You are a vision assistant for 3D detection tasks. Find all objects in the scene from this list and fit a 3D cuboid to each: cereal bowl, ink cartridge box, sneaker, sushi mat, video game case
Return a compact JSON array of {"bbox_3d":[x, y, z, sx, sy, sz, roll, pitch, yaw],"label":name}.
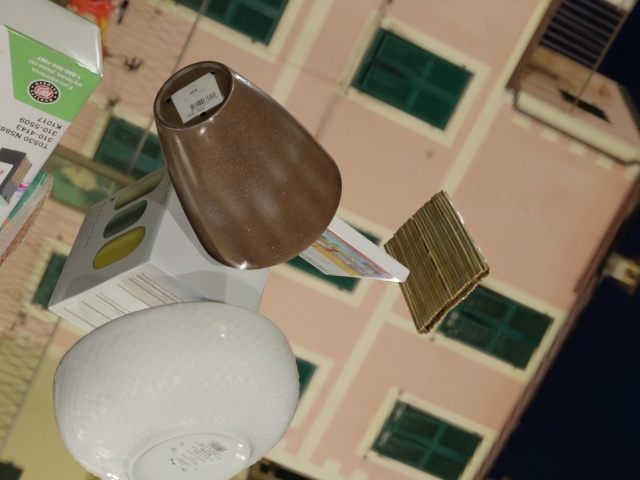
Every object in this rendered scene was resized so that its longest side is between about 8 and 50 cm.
[{"bbox_3d":[-0.186,0.238,1.305,0.339,0.339,0.141,-58,-145,39],"label":"cereal bowl"},{"bbox_3d":[-0.383,-0.136,1.007,0.278,0.201,0.117,-48,-144,25],"label":"ink cartridge box"},{"bbox_3d":[-0.540,-0.015,1.537,0.302,0.121,0.108,-60,-174,-33],"label":"sneaker"},{"bbox_3d":[0.187,0.027,1.616,0.151,0.019,0.316,-45,-158,14],"label":"sushi mat"},{"bbox_3d":[0.000,0.000,1.606,0.025,0.204,0.285,-59,-159,-12],"label":"video game case"}]

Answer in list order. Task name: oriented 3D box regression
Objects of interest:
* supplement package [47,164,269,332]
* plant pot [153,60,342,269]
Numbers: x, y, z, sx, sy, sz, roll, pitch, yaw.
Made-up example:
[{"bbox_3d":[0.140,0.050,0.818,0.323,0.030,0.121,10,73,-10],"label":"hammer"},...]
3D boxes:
[{"bbox_3d":[-0.233,0.036,1.474,0.263,0.198,0.199,-22,-137,40],"label":"supplement package"},{"bbox_3d":[-0.110,-0.112,1.242,0.230,0.215,0.215,57,44,-51],"label":"plant pot"}]
